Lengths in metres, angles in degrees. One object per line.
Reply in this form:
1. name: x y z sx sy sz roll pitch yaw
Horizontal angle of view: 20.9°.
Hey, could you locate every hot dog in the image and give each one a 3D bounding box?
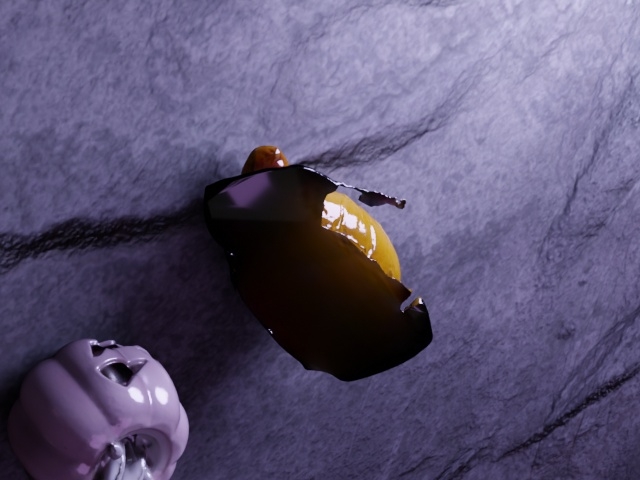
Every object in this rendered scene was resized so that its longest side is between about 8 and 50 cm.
1. hot dog: -0.005 0.004 1.809 0.194 0.107 0.326 -24 132 -3

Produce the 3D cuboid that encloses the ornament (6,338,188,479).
1. ornament: -0.218 0.191 1.729 0.177 0.177 0.177 -23 134 -27
